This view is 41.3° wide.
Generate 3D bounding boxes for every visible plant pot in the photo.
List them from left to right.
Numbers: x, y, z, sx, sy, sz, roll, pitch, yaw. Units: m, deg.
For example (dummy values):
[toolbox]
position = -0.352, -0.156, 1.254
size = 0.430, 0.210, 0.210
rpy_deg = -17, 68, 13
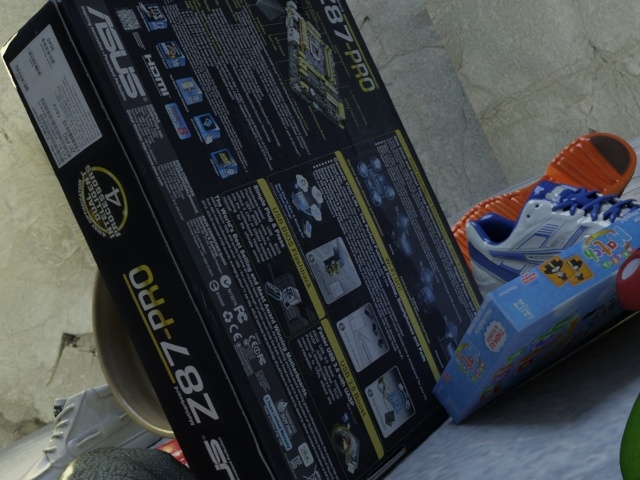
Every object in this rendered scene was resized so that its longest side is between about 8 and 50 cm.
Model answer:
[plant pot]
position = -0.112, 0.093, 1.196
size = 0.323, 0.323, 0.280
rpy_deg = -25, -15, 38

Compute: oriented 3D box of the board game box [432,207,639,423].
[board game box]
position = 0.193, 0.046, 0.640
size = 0.211, 0.039, 0.160
rpy_deg = -25, -26, -22

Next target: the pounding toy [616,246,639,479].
[pounding toy]
position = 0.200, 0.043, 0.352
size = 0.183, 0.110, 0.237
rpy_deg = -25, 1, 12

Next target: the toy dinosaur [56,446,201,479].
[toy dinosaur]
position = -0.067, 0.143, 0.332
size = 0.121, 0.160, 0.313
rpy_deg = -25, 2, 12

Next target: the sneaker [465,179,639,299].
[sneaker]
position = 0.259, -0.003, 0.836
size = 0.112, 0.131, 0.296
rpy_deg = -24, 1, -44

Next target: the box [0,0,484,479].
[box]
position = -0.025, -0.013, 0.682
size = 0.097, 0.395, 0.318
rpy_deg = -24, 2, 43

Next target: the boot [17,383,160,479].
[boot]
position = -0.364, 0.287, 1.219
size = 0.258, 0.123, 0.095
rpy_deg = -26, 1, -33

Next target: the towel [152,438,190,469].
[towel]
position = -0.170, 0.234, 0.589
size = 0.199, 0.031, 0.275
rpy_deg = -24, 14, -3

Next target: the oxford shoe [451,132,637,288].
[oxford shoe]
position = 0.307, -0.006, 1.222
size = 0.364, 0.130, 0.133
rpy_deg = -32, -30, -14
